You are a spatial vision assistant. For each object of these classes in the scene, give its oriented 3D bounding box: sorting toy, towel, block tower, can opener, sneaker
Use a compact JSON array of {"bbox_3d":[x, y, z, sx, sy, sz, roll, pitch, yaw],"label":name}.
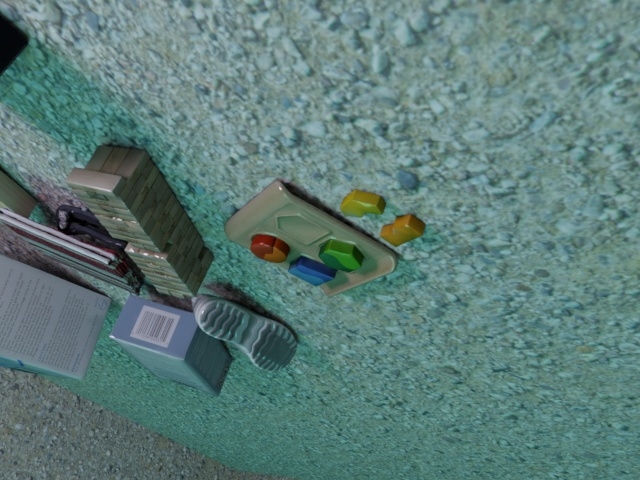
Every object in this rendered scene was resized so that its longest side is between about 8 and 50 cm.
[{"bbox_3d":[0.000,0.000,0.911,0.229,0.041,0.307,33,149,-19],"label":"sorting toy"},{"bbox_3d":[-0.492,0.027,1.222,0.237,0.037,0.329,23,163,-2],"label":"towel"},{"bbox_3d":[-0.285,-0.022,1.016,0.090,0.097,0.335,10,151,19],"label":"block tower"},{"bbox_3d":[-0.427,-0.029,1.137,0.186,0.059,0.073,13,-166,27],"label":"can opener"},{"bbox_3d":[-0.160,0.185,1.305,0.281,0.105,0.115,42,175,-36],"label":"sneaker"}]

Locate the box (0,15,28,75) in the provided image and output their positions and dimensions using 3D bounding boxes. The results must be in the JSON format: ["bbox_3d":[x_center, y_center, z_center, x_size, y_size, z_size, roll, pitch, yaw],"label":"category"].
[{"bbox_3d":[-0.499,-0.215,0.773,0.207,0.153,0.108,-8,139,41],"label":"box"}]

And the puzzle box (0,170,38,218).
[{"bbox_3d":[-0.791,-0.144,1.174,0.408,0.052,0.272,5,151,26],"label":"puzzle box"}]

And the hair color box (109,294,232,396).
[{"bbox_3d":[-0.353,0.271,1.494,0.185,0.114,0.374,15,155,10],"label":"hair color box"}]

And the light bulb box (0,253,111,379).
[{"bbox_3d":[-0.802,0.188,1.517,0.357,0.225,0.361,-6,153,39],"label":"light bulb box"}]
